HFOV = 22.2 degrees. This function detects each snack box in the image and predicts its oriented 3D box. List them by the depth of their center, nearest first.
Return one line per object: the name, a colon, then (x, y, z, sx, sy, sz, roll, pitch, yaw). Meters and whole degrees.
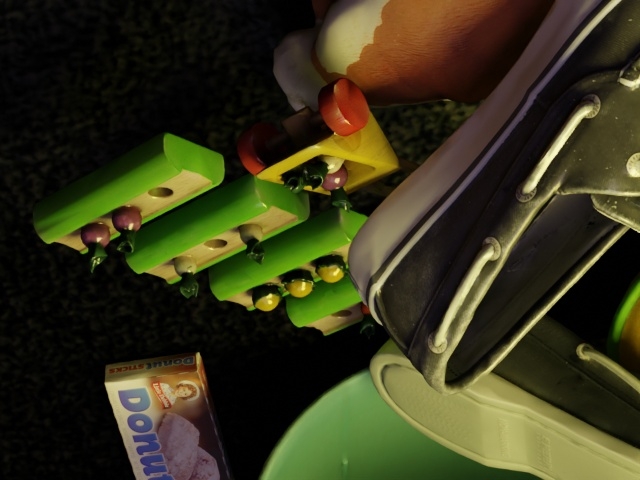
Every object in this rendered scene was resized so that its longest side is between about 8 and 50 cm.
snack box: (-0.097, 0.149, 1.122, 0.064, 0.022, 0.178, -8, 130, 4)

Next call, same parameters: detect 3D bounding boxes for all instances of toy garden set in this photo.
toy garden set: (0.000, 0.000, 0.904, 0.204, 0.049, 0.244, -25, 149, 36)

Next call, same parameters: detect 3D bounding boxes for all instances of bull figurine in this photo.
bull figurine: (0.107, -0.144, 0.845, 0.188, 0.101, 0.310, 13, 134, -23)

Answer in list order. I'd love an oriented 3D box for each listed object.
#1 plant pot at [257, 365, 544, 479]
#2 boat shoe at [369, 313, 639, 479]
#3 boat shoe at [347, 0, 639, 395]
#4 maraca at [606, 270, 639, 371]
plant pot: (0.092, 0.256, 1.067, 0.293, 0.293, 0.235, 0, 144, -4)
boat shoe: (0.177, 0.112, 0.963, 0.302, 0.091, 0.114, 30, 152, 17)
boat shoe: (0.137, -0.047, 0.785, 0.301, 0.102, 0.108, -46, 143, 18)
maraca: (0.260, 0.036, 1.008, 0.127, 0.099, 0.186, 37, 107, -28)
